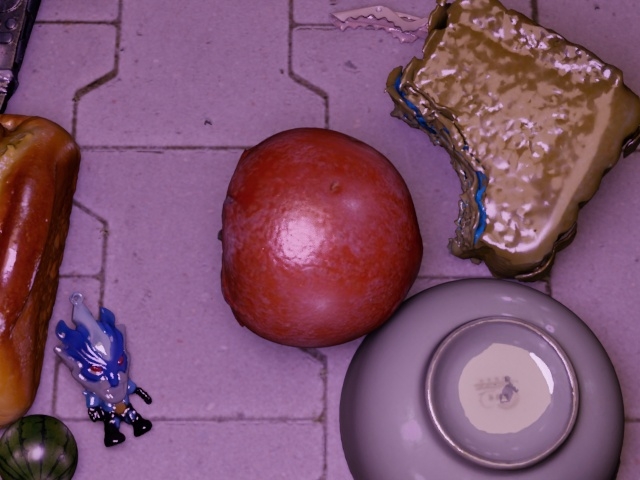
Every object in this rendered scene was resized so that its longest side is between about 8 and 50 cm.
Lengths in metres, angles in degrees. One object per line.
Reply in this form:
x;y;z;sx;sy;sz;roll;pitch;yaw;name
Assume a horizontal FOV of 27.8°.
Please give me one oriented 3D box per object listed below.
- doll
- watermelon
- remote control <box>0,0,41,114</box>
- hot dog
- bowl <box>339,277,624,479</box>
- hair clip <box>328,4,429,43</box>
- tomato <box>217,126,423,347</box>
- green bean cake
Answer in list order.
-0.269;0.154;1.584;0.096;0.070;0.195;-18;79;-31;doll
-0.335;0.252;1.533;0.109;0.109;0.109;0;72;-1;watermelon
-0.427;-0.272;1.730;0.090;0.066;0.266;7;75;15;remote control
-0.410;0.016;1.546;0.185;0.223;0.405;7;72;-2;hot dog
0.199;0.195;1.514;0.353;0.185;0.354;0;72;-1;bowl
0.125;-0.292;1.755;0.226;0.034;0.072;17;69;6;hair clip
0.000;0.000;1.533;0.265;0.265;0.265;0;72;-1;tomato
0.215;-0.122;1.628;0.310;0.202;0.285;37;87;11;green bean cake
